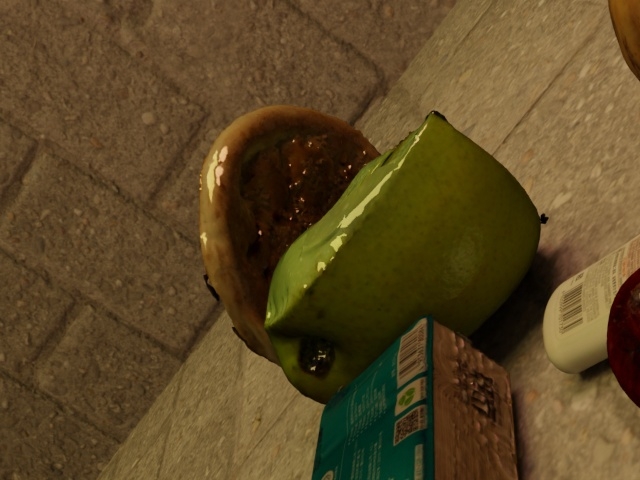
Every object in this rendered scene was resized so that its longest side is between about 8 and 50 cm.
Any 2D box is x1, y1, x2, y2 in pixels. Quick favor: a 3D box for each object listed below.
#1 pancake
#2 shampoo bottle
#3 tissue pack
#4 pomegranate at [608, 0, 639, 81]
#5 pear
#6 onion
[{"bbox_3d":[-0.001,0.000,1.192,0.071,0.382,0.382,-15,40,51],"label":"pancake"},{"bbox_3d":[0.284,0.034,0.746,0.221,0.051,0.108,-42,17,44],"label":"shampoo bottle"},{"bbox_3d":[0.085,0.228,0.798,0.192,0.134,0.271,-49,14,30],"label":"tissue pack"},{"bbox_3d":[0.345,-0.193,0.554,0.322,0.322,0.322,-52,13,17],"label":"pomegranate"},{"bbox_3d":[0.078,0.051,0.999,0.318,0.238,0.342,-53,4,-8],"label":"pear"},{"bbox_3d":[0.260,0.064,0.601,0.131,0.131,0.131,-52,13,17],"label":"onion"}]
